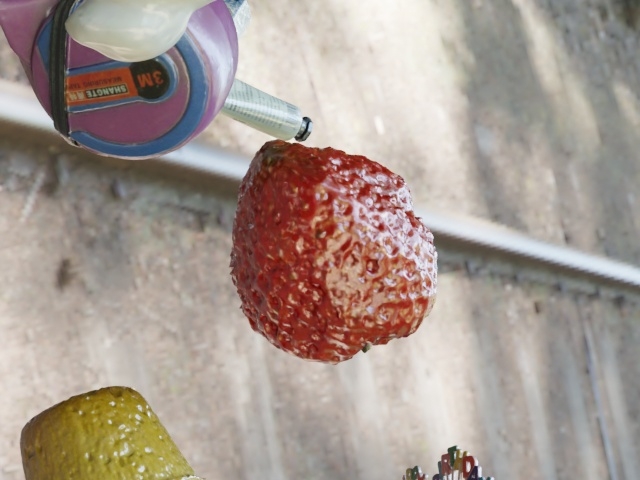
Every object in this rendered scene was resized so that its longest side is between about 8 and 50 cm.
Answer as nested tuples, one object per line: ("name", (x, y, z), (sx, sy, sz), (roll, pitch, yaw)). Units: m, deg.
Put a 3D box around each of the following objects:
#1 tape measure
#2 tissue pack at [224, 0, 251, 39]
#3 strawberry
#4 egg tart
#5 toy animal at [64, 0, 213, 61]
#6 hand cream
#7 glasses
("tape measure", (-0.211, -0.216, 1.571), (0.149, 0.231, 0.245), (-71, 148, -58))
("tissue pack", (-0.178, -0.349, 2.201), (0.085, 0.111, 0.079), (-60, 159, -24))
("strawberry", (0.000, 0.000, 1.667), (0.257, 0.257, 0.277), (-73, 146, -49))
("egg tart", (-0.244, 0.255, 1.622), (0.202, 0.202, 0.147), (16, 48, -62))
("toy animal", (-0.216, -0.263, 0.976), (0.367, 0.196, 0.241), (9, 99, -28))
("hand cream", (-0.109, -0.186, 1.908), (0.234, 0.050, 0.080), (22, 53, -35))
("glasses", (0.188, 0.371, 1.978), (0.095, 0.255, 0.162), (-6, 74, -29))
